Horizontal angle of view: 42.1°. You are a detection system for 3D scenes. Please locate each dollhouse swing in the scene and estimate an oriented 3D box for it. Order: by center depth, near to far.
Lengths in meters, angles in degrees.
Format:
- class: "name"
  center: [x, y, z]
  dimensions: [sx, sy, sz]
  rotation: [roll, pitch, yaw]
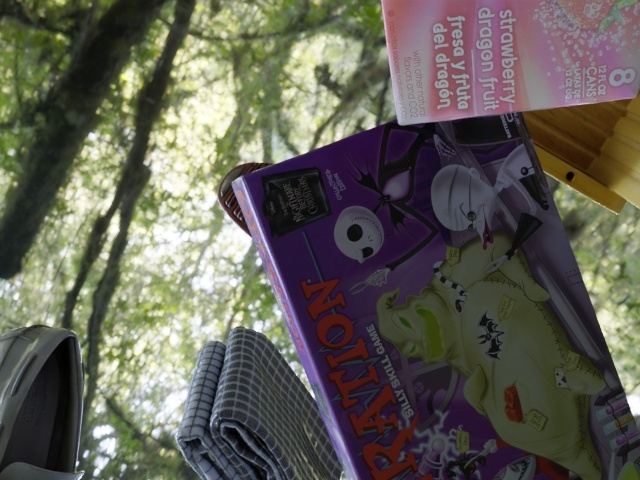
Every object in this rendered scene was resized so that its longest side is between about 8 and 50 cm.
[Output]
- class: "dollhouse swing"
  center: [0.425, -0.232, 1.172]
  dimensions: [0.315, 0.347, 0.305]
  rotation: [31, -165, 2]

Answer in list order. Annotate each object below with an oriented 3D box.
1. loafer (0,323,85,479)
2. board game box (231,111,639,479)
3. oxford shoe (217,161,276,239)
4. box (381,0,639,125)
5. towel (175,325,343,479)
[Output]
- class: "loafer"
  center: [-0.291, 0.239, 0.807]
  dimensions: [0.112, 0.111, 0.320]
  rotation: [20, -117, -51]
- class: "board game box"
  center: [0.097, 0.084, 0.576]
  dimensions: [0.208, 0.056, 0.347]
  rotation: [-22, -87, -12]
- class: "oxford shoe"
  center: [0.000, 0.000, 1.180]
  dimensions: [0.348, 0.123, 0.130]
  rotation: [30, 167, 27]
- class: "box"
  center: [0.092, -0.232, 0.447]
  dimensions: [0.142, 0.300, 0.154]
  rotation: [-5, -144, 9]
- class: "towel"
  center: [-0.064, 0.280, 1.130]
  dimensions: [0.284, 0.121, 0.235]
  rotation: [56, -169, -20]
